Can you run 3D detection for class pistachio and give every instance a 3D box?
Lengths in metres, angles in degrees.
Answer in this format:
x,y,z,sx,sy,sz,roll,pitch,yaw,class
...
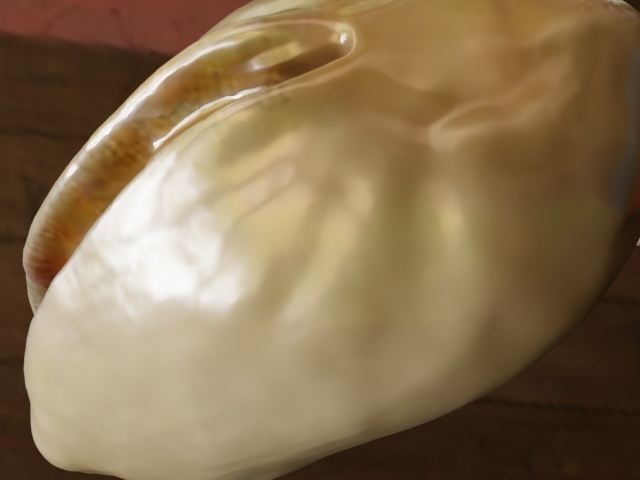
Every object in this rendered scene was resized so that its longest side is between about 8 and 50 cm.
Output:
x,y,z,sx,sy,sz,roll,pitch,yaw,class
0.000,0.000,0.530,0.152,0.223,0.126,26,-136,-43,pistachio

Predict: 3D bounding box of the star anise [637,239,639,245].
x,y,z,sx,sy,sz,roll,pitch,yaw,class
0.201,0.059,0.672,0.218,0.148,0.227,19,-165,11,star anise
